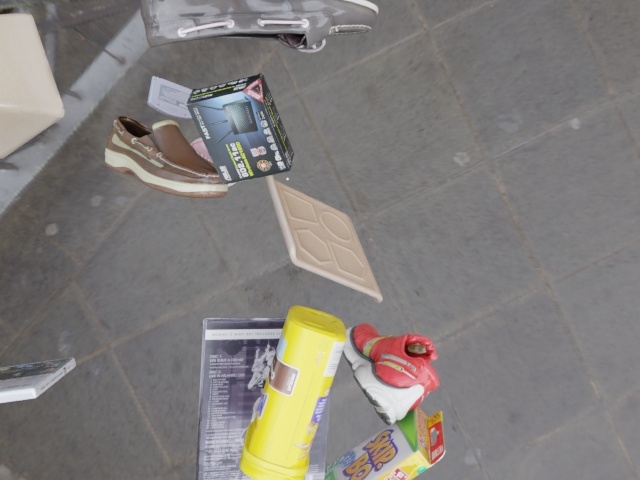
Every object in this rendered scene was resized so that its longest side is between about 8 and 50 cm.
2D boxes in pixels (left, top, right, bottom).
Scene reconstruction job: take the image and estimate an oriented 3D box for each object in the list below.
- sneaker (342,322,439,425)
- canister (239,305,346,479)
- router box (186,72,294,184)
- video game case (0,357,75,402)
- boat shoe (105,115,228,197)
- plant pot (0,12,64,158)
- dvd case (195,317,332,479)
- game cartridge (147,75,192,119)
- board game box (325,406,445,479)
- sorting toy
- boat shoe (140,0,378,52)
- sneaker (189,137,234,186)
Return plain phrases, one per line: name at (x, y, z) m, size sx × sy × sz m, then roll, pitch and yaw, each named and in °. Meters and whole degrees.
sneaker at (0.109, 0.177, 1.165) m, size 0.118 × 0.279 × 0.107 m, roll -32°, pitch 104°, yaw 0°
canister at (-0.028, 0.166, 0.887) m, size 0.073 × 0.126 × 0.170 m, roll 18°, pitch 95°, yaw -2°
router box at (-0.094, -0.132, 0.974) m, size 0.092 × 0.038 × 0.122 m, roll -10°, pitch 126°, yaw 16°
video game case at (-0.552, 0.252, 1.416) m, size 0.190 × 0.173 × 0.022 m, roll -9°, pitch 98°, yaw 6°
boat shoe at (-0.236, -0.133, 1.208) m, size 0.257 × 0.095 × 0.095 m, roll 20°, pitch 108°, yaw 35°
plant pot at (-0.325, -0.146, 0.754) m, size 0.109 × 0.096 × 0.109 m, roll -24°, pitch 83°, yaw 31°
dvd case at (-0.067, 0.202, 0.989) m, size 0.164 × 0.018 × 0.221 m, roll 1°, pitch 100°, yaw -18°
game cartridge at (-0.245, -0.233, 1.337) m, size 0.083 × 0.017 × 0.056 m, roll 17°, pitch 70°, yaw -33°
board game box at (0.054, 0.314, 1.073) m, size 0.259 × 0.124 × 0.039 m, roll -36°, pitch 99°, yaw 14°
sorting toy at (0.000, 0.000, 1.267) m, size 0.208 × 0.193 × 0.038 m, roll 29°, pitch 119°, yaw -38°
boat shoe at (-0.077, -0.287, 1.076) m, size 0.335 × 0.112 × 0.096 m, roll 0°, pitch 94°, yaw -27°
sneaker at (-0.164, -0.122, 1.263) m, size 0.134 × 0.051 × 0.070 m, roll 4°, pitch 54°, yaw 31°
